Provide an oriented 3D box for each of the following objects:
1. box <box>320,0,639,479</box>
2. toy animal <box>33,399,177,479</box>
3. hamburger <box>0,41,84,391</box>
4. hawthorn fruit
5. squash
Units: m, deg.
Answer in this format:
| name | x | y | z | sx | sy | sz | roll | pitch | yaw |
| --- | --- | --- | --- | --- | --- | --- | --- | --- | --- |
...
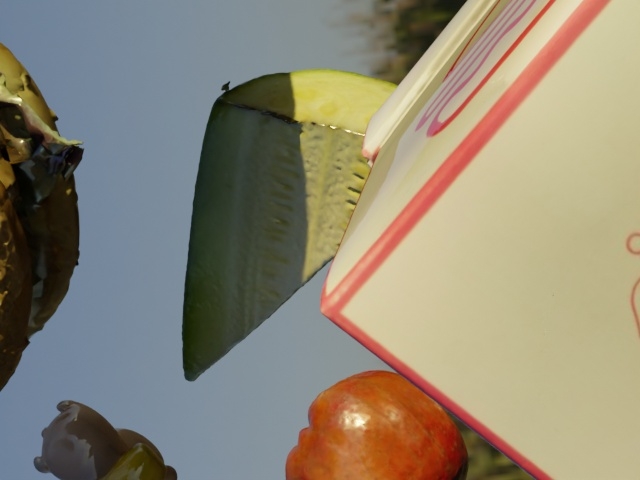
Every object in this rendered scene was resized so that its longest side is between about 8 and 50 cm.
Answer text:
| name | x | y | z | sx | sy | sz | roll | pitch | yaw |
| --- | --- | --- | --- | --- | --- | --- | --- | --- | --- |
| box | 0.218 | -0.035 | 0.876 | 0.314 | 0.312 | 0.300 | 38 | -160 | -6 |
| toy animal | -0.180 | 0.188 | 1.586 | 0.091 | 0.114 | 0.082 | -60 | -5 | 14 |
| hamburger | -0.309 | -0.003 | 1.307 | 0.318 | 0.277 | 0.195 | -55 | 10 | 27 |
| hawthorn fruit | 0.043 | 0.143 | 1.240 | 0.125 | 0.140 | 0.125 | -5 | -90 | -67 |
| squash | 0.000 | 0.000 | 1.582 | 0.111 | 0.203 | 0.289 | -57 | -23 | -54 |
